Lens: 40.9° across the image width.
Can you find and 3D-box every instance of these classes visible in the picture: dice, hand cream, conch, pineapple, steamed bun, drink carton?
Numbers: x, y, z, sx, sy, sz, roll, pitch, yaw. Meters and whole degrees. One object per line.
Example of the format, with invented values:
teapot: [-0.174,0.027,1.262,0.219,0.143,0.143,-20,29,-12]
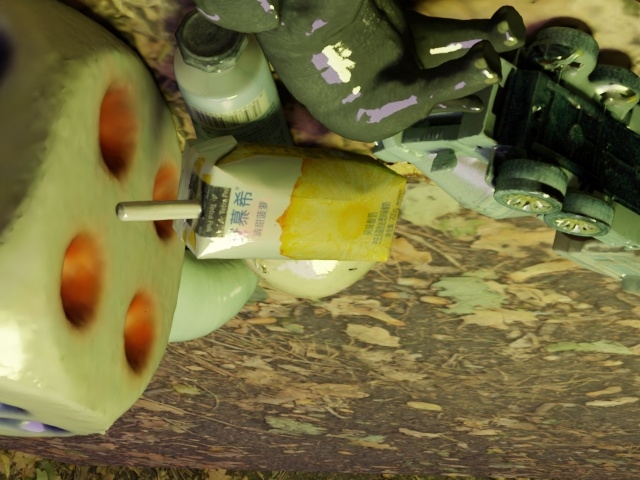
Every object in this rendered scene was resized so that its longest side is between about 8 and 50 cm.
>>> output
dice: [-0.243,-0.011,0.585,0.243,0.251,0.259,5,158,7]
hand cream: [-0.060,-0.079,0.637,0.091,0.058,0.271,-7,160,1]
conch: [-0.171,0.045,0.909,0.221,0.121,0.185,13,-173,-27]
pineapple: [0.087,-0.060,0.684,0.083,0.019,0.045,15,162,-23]
steamed bun: [0.000,0.000,0.711,0.130,0.091,0.112,-28,166,-5]
drink carton: [-0.045,-0.025,0.577,0.200,0.084,0.074,3,-157,-28]

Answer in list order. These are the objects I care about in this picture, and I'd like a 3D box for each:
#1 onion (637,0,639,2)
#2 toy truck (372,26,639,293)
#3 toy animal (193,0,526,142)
onion: [0.155,-0.145,0.336,0.118,0.119,0.117,15,134,-20]
toy truck: [0.163,-0.047,0.591,0.256,0.108,0.140,23,165,-30]
toy animal: [-0.002,-0.139,0.429,0.137,0.082,0.269,-17,139,41]
